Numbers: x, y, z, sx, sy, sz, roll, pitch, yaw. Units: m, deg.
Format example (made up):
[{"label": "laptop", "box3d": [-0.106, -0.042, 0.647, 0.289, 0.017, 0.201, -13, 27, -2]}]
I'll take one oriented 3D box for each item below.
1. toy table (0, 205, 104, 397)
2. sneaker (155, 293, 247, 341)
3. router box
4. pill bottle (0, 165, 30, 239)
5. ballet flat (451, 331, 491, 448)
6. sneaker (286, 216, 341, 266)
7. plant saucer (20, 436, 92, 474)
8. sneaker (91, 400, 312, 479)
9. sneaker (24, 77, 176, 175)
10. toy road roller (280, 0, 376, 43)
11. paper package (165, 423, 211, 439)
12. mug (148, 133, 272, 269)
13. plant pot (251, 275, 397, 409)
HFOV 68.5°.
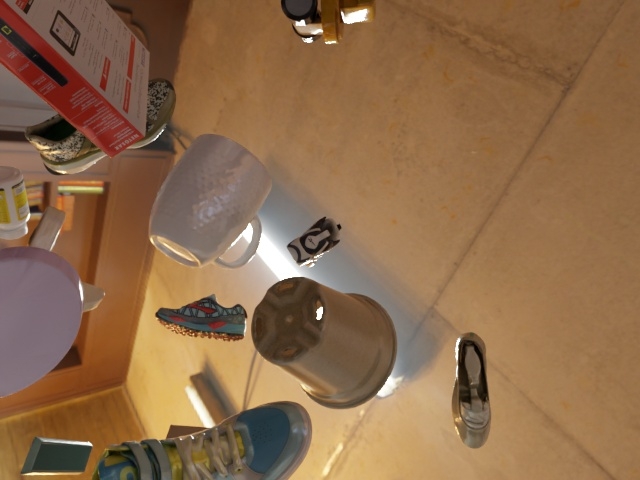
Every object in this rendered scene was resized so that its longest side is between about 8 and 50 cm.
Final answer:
[{"label": "toy table", "box3d": [-0.445, 0.084, 0.683, 0.274, 0.252, 0.161, -40, -142, 11]}, {"label": "sneaker", "box3d": [-0.344, 0.218, 1.376, 0.104, 0.261, 0.125, 113, -13, -60]}, {"label": "router box", "box3d": [-0.442, -0.361, 0.835, 0.082, 0.301, 0.336, -27, -133, 11]}, {"label": "pill bottle", "box3d": [-0.535, -0.062, 0.800, 0.065, 0.065, 0.117, 42, -47, 37]}, {"label": "ballet flat", "box3d": [0.329, 0.326, 1.023, 0.086, 0.086, 0.249, -15, -109, 49]}, {"label": "sneaker", "box3d": [0.000, 0.000, 1.358, 0.153, 0.235, 0.094, -31, -100, 8]}, {"label": "plant saucer", "box3d": [-0.535, 0.448, 0.971, 0.018, 0.192, 0.067, 4, -115, 11]}, {"label": "sneaker", "box3d": [-0.178, 0.317, 0.660, 0.318, 0.208, 0.127, -31, -122, 9]}, {"label": "sneaker", "box3d": [-0.573, -0.317, 1.233, 0.158, 0.410, 0.182, 57, -7, 9]}, {"label": "toy road roller", "box3d": [0.031, -0.704, 1.263, 0.240, 0.202, 0.330, 1, -84, 7]}, {"label": "paper package", "box3d": [-0.294, 0.685, 1.281, 0.324, 0.310, 0.168, -2, -44, 14]}, {"label": "mug", "box3d": [-0.313, -0.069, 1.409, 0.276, 0.374, 0.328, 4, -124, 40]}, {"label": "plant pot", "box3d": [-0.009, 0.250, 1.237, 0.333, 0.305, 0.334, -15, -121, 26]}]
